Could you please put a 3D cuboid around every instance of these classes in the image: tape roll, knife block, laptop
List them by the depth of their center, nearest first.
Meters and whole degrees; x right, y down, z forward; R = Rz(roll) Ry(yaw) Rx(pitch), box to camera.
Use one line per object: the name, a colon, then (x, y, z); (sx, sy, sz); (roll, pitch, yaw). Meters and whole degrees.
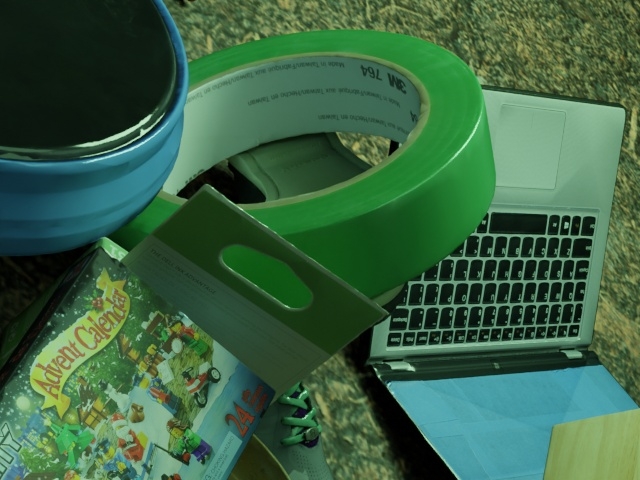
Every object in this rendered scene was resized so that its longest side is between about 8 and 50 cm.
knife block: (0.212, 0.243, 1.441); (0.242, 0.088, 0.275); (42, 39, -61)
tape roll: (-0.026, -0.058, 1.470); (0.321, 0.321, 0.077); (-73, 155, -53)
laptop: (0.244, 0.076, 1.724); (0.382, 0.236, 0.408); (1, 99, -52)

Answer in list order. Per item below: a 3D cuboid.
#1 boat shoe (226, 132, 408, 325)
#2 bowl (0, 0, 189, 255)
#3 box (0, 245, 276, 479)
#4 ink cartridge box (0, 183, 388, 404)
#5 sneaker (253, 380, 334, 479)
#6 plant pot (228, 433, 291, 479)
boat shoe: (-0.004, 0.001, 1.551); (0.340, 0.127, 0.113); (-130, -154, -55)
bowl: (-0.275, -0.153, 1.362); (0.391, 0.077, 0.391); (20, 37, -15)
box: (-0.144, 0.139, 1.200); (0.159, 0.044, 0.233); (41, 52, -15)
ink cartridge box: (-0.092, 0.057, 1.327); (0.171, 0.235, 0.056); (35, 31, -24)
sneaker: (-0.039, 0.117, 1.464); (0.223, 0.098, 0.083); (55, 32, 8)
plant pot: (-0.100, 0.225, 1.294); (0.236, 0.032, 0.236); (19, 59, -35)
